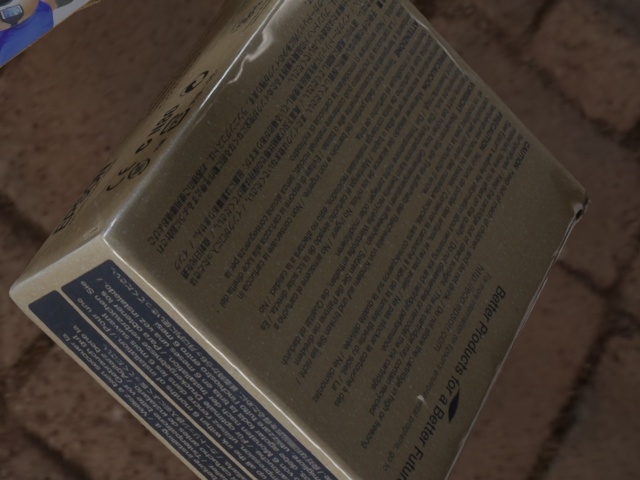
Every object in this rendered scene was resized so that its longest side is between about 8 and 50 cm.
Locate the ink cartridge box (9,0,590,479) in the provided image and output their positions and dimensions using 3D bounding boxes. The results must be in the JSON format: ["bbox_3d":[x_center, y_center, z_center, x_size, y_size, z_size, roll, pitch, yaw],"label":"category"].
[{"bbox_3d":[0.000,0.000,0.856,0.193,0.088,0.235,47,47,-16],"label":"ink cartridge box"}]

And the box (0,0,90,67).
[{"bbox_3d":[-0.109,-0.135,0.752,0.136,0.028,0.081,-38,127,-11],"label":"box"}]

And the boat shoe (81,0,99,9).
[{"bbox_3d":[-0.135,-0.153,0.894,0.324,0.120,0.123,-24,66,-25],"label":"boat shoe"}]
